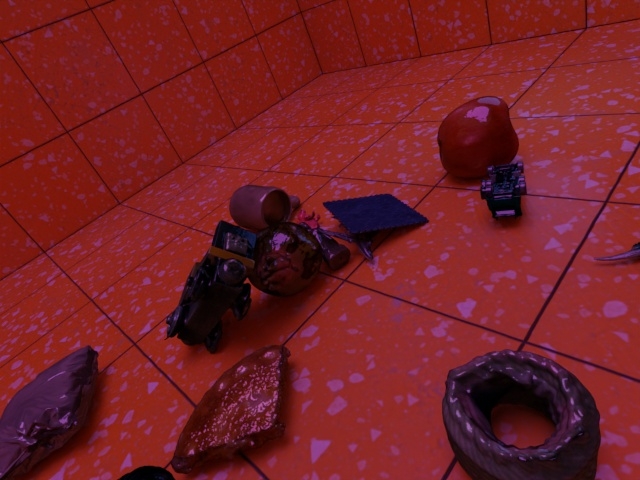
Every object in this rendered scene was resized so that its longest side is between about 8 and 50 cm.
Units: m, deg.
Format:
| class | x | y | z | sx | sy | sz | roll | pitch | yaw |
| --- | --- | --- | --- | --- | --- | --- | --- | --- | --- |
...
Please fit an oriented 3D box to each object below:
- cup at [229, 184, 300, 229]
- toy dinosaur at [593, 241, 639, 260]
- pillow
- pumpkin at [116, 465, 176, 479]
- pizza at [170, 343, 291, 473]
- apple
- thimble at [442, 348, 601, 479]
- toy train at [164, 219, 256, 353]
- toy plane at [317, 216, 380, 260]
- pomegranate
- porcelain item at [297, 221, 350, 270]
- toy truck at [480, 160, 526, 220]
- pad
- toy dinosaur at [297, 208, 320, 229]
| class | x | y | z | sx | sy | sz | roll | pitch | yaw |
| --- | --- | --- | --- | --- | --- | --- | --- | --- | --- |
| cup | -0.213 | -0.152 | 1.601 | 0.202 | 0.173 | 0.255 | 9 | 45 | 40 |
| toy dinosaur | 0.697 | 0.019 | 0.864 | 0.187 | 0.044 | 0.106 | -8 | 19 | 47 |
| pillow | -0.732 | 0.457 | 1.080 | 0.283 | 0.138 | 0.310 | -36 | 31 | -3 |
| pumpkin | -0.338 | 0.510 | 0.732 | 0.194 | 0.150 | 0.194 | -9 | 55 | 13 |
| pizza | -0.161 | 0.367 | 0.874 | 0.226 | 0.086 | 0.335 | 17 | 52 | 41 |
| apple | 0.497 | -0.328 | 1.327 | 0.241 | 0.242 | 0.242 | -18 | 31 | 23 |
| thimble | 0.299 | 0.279 | 0.630 | 0.218 | 0.150 | 0.219 | -17 | 33 | 11 |
| toy train | -0.289 | 0.127 | 1.103 | 0.397 | 0.160 | 0.253 | -49 | 27 | 42 |
| toy plane | 0.107 | -0.015 | 1.249 | 0.225 | 0.058 | 0.226 | -3 | 29 | -24 |
| pomegranate | -0.100 | 0.072 | 1.149 | 0.222 | 0.204 | 0.277 | -54 | 27 | 14 |
| porcelain item | 0.000 | 0.000 | 1.271 | 0.081 | 0.069 | 0.215 | -31 | 49 | -19 |
| toy truck | 0.515 | -0.132 | 1.142 | 0.110 | 0.116 | 0.216 | -4 | 29 | 28 |
| pad | 0.169 | -0.093 | 1.322 | 0.269 | 0.012 | 0.269 | -10 | 28 | -18 |
| toy dinosaur | -0.052 | -0.010 | 1.401 | 0.138 | 0.070 | 0.286 | -32 | 40 | 10 |
